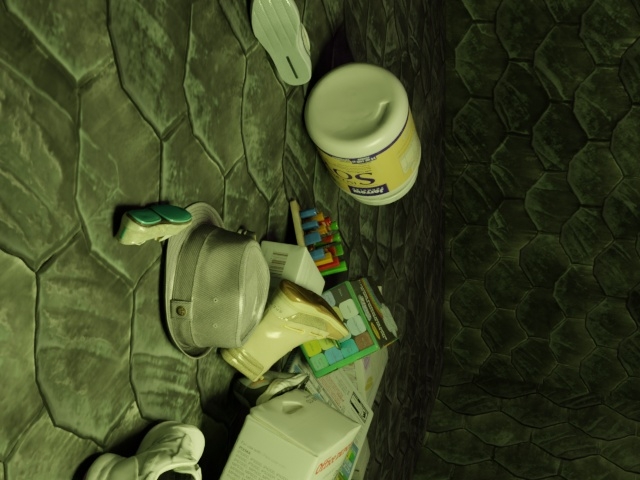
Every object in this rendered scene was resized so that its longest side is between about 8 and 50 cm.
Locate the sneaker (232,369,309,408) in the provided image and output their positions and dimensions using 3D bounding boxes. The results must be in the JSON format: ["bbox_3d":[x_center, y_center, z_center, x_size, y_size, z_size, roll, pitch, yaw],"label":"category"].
[{"bbox_3d":[-0.100,0.313,1.731,0.100,0.108,0.271,-63,163,0],"label":"sneaker"}]

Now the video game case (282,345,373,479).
[{"bbox_3d":[0.002,0.430,1.994,0.329,0.036,0.300,57,37,-25],"label":"video game case"}]

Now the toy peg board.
[{"bbox_3d":[0.000,0.000,1.871,0.161,0.079,0.161,56,20,-64],"label":"toy peg board"}]

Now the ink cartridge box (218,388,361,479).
[{"bbox_3d":[-0.097,0.507,1.562,0.385,0.160,0.279,-67,163,8],"label":"ink cartridge box"}]

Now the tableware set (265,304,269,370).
[{"bbox_3d":[-0.125,0.221,1.758,0.169,0.020,0.141,62,39,-61],"label":"tableware set"}]

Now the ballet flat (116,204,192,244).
[{"bbox_3d":[-0.255,-0.022,1.233,0.052,0.057,0.168,-58,164,15],"label":"ballet flat"}]

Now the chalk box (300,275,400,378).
[{"bbox_3d":[0.047,0.204,1.931,0.180,0.179,0.289,65,18,8],"label":"chalk box"}]

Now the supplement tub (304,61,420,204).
[{"bbox_3d":[0.112,-0.243,1.953,0.331,0.241,0.241,57,44,-63],"label":"supplement tub"}]

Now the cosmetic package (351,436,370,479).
[{"bbox_3d":[0.061,0.576,2.307,0.238,0.127,0.107,74,30,-48],"label":"cosmetic package"}]

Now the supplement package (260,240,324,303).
[{"bbox_3d":[-0.069,0.090,1.739,0.179,0.105,0.105,64,38,-59],"label":"supplement package"}]

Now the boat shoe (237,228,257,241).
[{"bbox_3d":[-0.138,0.032,1.614,0.046,0.038,0.125,-58,150,-52],"label":"boat shoe"}]

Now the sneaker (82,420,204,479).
[{"bbox_3d":[-0.235,0.366,1.261,0.305,0.152,0.114,-13,107,-73],"label":"sneaker"}]

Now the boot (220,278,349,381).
[{"bbox_3d":[-0.067,0.197,1.640,0.203,0.095,0.262,-46,148,6],"label":"boot"}]

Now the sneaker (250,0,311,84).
[{"bbox_3d":[-0.078,-0.413,1.577,0.258,0.094,0.091,71,10,-59],"label":"sneaker"}]

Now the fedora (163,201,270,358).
[{"bbox_3d":[-0.166,0.077,1.405,0.243,0.124,0.276,-27,123,-69],"label":"fedora"}]

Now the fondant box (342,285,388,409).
[{"bbox_3d":[0.121,0.327,2.445,0.238,0.096,0.330,-65,154,-44],"label":"fondant box"}]
